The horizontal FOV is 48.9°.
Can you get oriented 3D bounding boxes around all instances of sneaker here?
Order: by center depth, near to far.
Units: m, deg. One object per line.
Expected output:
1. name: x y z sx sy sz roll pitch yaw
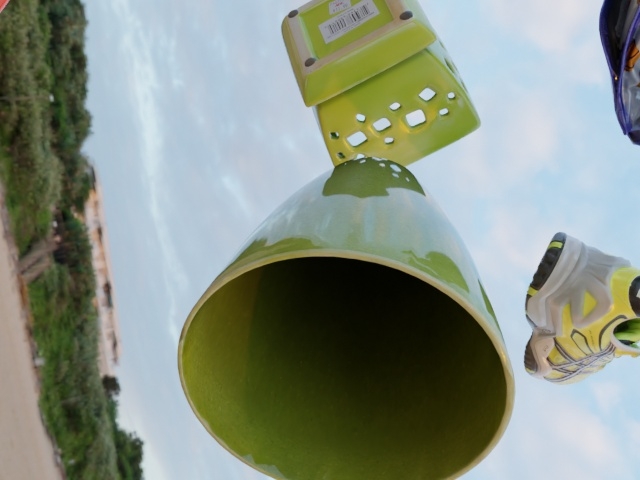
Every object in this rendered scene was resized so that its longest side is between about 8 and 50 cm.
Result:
1. sneaker: 0.382 0.135 0.999 0.147 0.145 0.384 22 -16 29

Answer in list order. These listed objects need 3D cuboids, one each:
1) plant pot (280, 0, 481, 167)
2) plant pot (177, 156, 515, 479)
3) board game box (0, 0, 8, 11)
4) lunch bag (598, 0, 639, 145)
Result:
1. plant pot: 0.075 -0.250 1.029 0.207 0.228 0.227 53 17 -47
2. plant pot: 0.039 0.044 0.691 0.293 0.275 0.274 -74 170 -56
3. board game box: -0.412 -0.422 0.566 0.356 0.356 0.356 25 -11 33
4. lunch bag: 0.517 -0.348 0.914 0.239 0.327 0.385 24 -36 13
